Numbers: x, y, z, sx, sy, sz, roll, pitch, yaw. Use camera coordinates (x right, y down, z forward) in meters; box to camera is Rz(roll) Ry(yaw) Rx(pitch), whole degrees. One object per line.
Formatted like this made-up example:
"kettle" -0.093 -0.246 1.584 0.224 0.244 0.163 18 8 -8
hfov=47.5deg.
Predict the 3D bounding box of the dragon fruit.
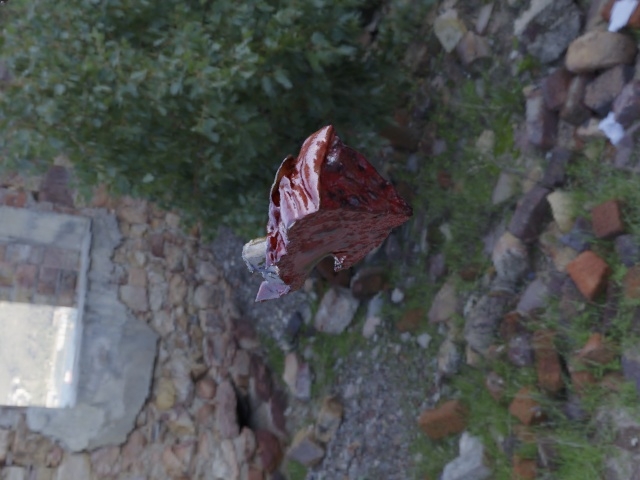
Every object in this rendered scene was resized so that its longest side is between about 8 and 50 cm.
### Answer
"dragon fruit" -0.009 -0.016 0.677 0.092 0.122 0.192 68 150 26

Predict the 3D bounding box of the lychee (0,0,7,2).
"lychee" -0.384 -0.357 0.752 0.271 0.271 0.271 -171 90 -69
